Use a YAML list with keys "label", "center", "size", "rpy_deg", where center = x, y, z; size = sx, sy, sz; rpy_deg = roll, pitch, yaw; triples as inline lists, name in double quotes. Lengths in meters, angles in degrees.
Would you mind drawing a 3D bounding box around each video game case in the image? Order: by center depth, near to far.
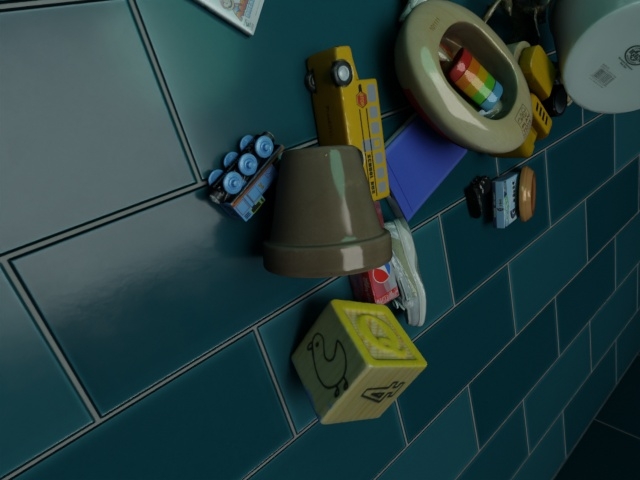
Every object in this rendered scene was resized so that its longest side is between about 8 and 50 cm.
- label: "video game case"
  center: [-0.167, -0.493, 0.761]
  size: [0.143, 0.019, 0.157]
  rpy_deg: [19, 87, -37]

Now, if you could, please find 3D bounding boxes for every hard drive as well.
- label: "hard drive"
  center: [0.278, -0.232, 1.126]
  size: [0.319, 0.040, 0.210]
  rpy_deg: [-47, 121, -21]

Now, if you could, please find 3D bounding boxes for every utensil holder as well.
- label: "utensil holder"
  center: [0.833, -0.593, 1.133]
  size: [0.327, 0.327, 0.385]
  rpy_deg: [48, 44, -32]

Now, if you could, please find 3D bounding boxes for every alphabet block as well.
- label: "alphabet block"
  center: [0.081, 0.273, 0.928]
  size: [0.193, 0.192, 0.197]
  rpy_deg: [11, 121, -39]

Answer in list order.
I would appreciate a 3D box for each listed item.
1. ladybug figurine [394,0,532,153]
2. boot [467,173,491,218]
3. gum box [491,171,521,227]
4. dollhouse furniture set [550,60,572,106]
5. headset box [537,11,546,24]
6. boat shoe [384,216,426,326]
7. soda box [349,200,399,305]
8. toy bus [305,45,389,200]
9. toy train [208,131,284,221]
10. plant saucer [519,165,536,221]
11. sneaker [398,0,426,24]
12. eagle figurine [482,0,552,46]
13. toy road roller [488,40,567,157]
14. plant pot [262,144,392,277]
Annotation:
- label: "ladybug figurine"
  center: [0.355, -0.387, 1.034]
  size: [0.449, 0.162, 0.305]
  rpy_deg: [38, 72, -18]
- label: "boot"
  center: [0.519, -0.145, 1.322]
  size: [0.099, 0.045, 0.121]
  rpy_deg: [-39, 120, -32]
- label: "gum box"
  center: [0.638, -0.141, 1.389]
  size: [0.184, 0.041, 0.157]
  rpy_deg: [-23, 111, -44]
- label: "dollhouse furniture set"
  center: [0.769, -0.506, 1.416]
  size: [0.183, 0.129, 0.129]
  rpy_deg: [-44, 124, 5]
- label: "headset box"
  center: [0.728, -0.762, 1.379]
  size: [0.083, 0.032, 0.062]
  rpy_deg: [-28, 113, -29]
- label: "boat shoe"
  center: [0.214, 0.094, 1.100]
  size: [0.103, 0.118, 0.320]
  rpy_deg: [-14, 114, 4]
- label: "soda box"
  center: [0.114, 0.033, 1.014]
  size: [0.083, 0.092, 0.263]
  rpy_deg: [-27, 113, -30]
- label: "toy bus"
  center: [0.066, -0.252, 0.920]
  size: [0.130, 0.108, 0.333]
  rpy_deg: [-21, 110, -33]
- label: "toy train"
  center: [-0.141, -0.130, 0.810]
  size: [0.184, 0.080, 0.105]
  rpy_deg: [-54, 133, -19]
- label: "plant saucer"
  center: [0.733, -0.165, 1.438]
  size: [0.200, 0.037, 0.200]
  rpy_deg: [-4, 94, -57]
- label: "sneaker"
  center: [0.232, -0.647, 1.008]
  size: [0.092, 0.088, 0.225]
  rpy_deg: [16, 92, -11]
- label: "eagle figurine"
  center: [0.595, -0.661, 1.190]
  size: [0.298, 0.226, 0.225]
  rpy_deg: [20, 46, -44]
- label: "toy road roller"
  center: [0.566, -0.393, 1.212]
  size: [0.329, 0.202, 0.241]
  rpy_deg: [26, 82, -38]
- label: "plant pot"
  center: [0.005, -0.068, 0.815]
  size: [0.263, 0.263, 0.229]
  rpy_deg: [-12, 102, -35]
